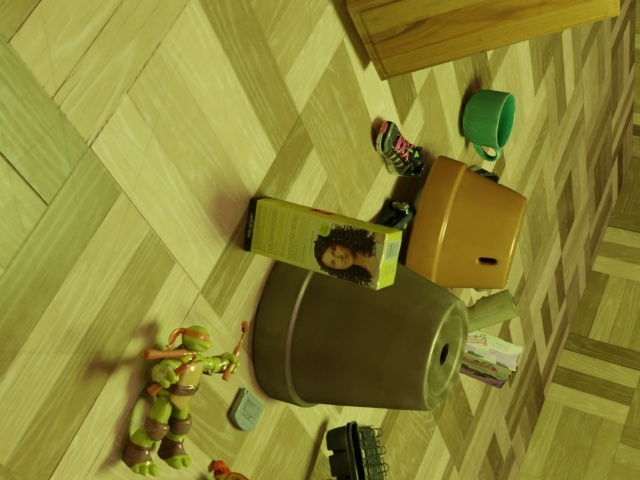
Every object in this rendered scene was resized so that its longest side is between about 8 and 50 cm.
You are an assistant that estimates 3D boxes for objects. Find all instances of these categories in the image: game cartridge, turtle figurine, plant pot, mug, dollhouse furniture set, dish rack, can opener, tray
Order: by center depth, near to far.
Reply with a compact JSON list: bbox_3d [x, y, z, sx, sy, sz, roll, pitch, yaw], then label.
[{"bbox_3d":[-0.197,0.200,1.193,0.217,0.087,0.269,-70,163,6],"label":"turtle figurine"},{"bbox_3d":[0.264,-0.392,1.444,0.203,0.411,0.076,53,28,-58],"label":"tray"},{"bbox_3d":[-0.122,0.281,1.464,0.056,0.017,0.083,-67,153,-23],"label":"game cartridge"},{"bbox_3d":[0.087,0.154,1.514,0.323,0.280,0.323,-37,134,-52],"label":"plant pot"},{"bbox_3d":[0.131,-0.024,1.753,0.186,0.059,0.073,-40,138,-50],"label":"can opener"},{"bbox_3d":[0.096,0.478,1.849,0.271,0.074,0.208,19,60,-64],"label":"dish rack"},{"bbox_3d":[0.316,-0.018,1.898,0.291,0.203,0.291,15,90,-77],"label":"plant pot"},{"bbox_3d":[0.382,-0.271,2.074,0.129,0.097,0.158,12,93,-64],"label":"mug"},{"bbox_3d":[0.368,0.089,2.197,0.212,0.161,0.242,46,26,-61],"label":"dollhouse furniture set"}]

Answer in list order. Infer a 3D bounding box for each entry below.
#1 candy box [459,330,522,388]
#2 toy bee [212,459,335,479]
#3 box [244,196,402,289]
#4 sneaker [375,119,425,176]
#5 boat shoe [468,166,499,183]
[{"bbox_3d":[0.415,0.300,2.304,0.196,0.165,0.070,89,24,-67],"label":"candy box"},{"bbox_3d":[-0.142,0.435,1.390,0.298,0.162,0.195,-23,136,-28],"label":"toy bee"},{"bbox_3d":[0.000,0.000,1.310,0.058,0.232,0.087,-12,113,-58],"label":"box"},{"bbox_3d":[0.158,-0.172,1.710,0.063,0.075,0.170,-65,152,-19],"label":"sneaker"},{"bbox_3d":[0.370,-0.124,2.151,0.228,0.076,0.080,-26,126,-57],"label":"boat shoe"}]
